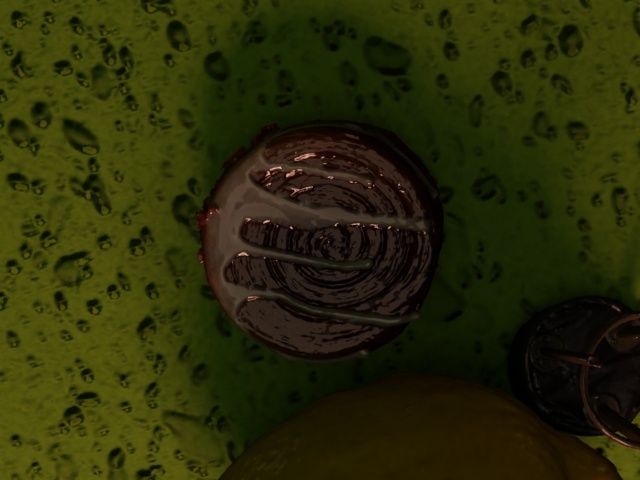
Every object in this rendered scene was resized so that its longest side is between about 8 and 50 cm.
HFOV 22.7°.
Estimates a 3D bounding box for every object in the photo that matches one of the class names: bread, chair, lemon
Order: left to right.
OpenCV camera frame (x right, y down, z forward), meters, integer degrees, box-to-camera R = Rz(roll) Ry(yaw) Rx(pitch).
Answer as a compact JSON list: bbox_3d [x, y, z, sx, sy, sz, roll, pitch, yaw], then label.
[{"bbox_3d":[0.000,0.000,1.013,0.160,0.073,0.160,2,105,6],"label":"bread"},{"bbox_3d":[0.051,0.200,0.980,0.288,0.233,0.233,-22,101,4],"label":"lemon"},{"bbox_3d":[0.188,0.078,0.960,0.095,0.221,0.104,-40,95,-10],"label":"chair"}]
